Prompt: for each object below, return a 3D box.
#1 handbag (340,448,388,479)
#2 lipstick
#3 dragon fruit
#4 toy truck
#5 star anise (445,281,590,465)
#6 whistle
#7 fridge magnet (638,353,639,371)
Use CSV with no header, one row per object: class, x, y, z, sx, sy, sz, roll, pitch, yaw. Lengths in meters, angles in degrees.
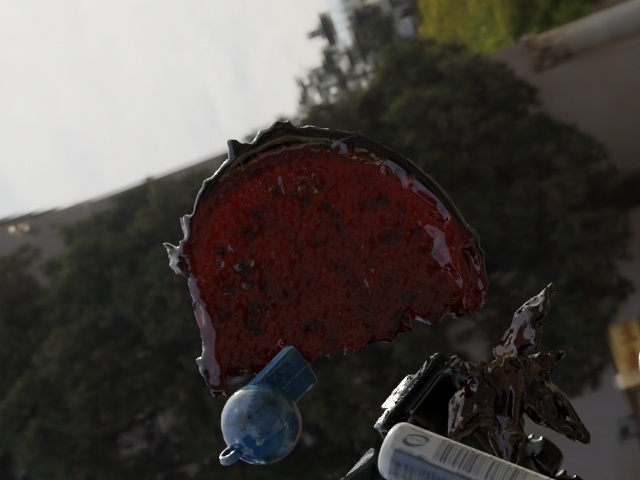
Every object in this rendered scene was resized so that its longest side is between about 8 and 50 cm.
handbag,-0.022,0.305,1.362,0.062,0.229,0.179,45,-149,12
lipstick,0.105,0.154,0.895,0.040,0.141,0.040,-53,-26,-41
dragon fruit,0.000,0.000,1.630,0.100,0.343,0.282,158,97,-85
toy truck,0.166,0.241,1.533,0.257,0.127,0.127,48,159,-18
star anise,0.201,0.157,1.444,0.212,0.053,0.157,-36,-79,-35
whistle,-0.049,0.174,1.471,0.158,0.090,0.090,-44,-57,-29
fridge magnet,0.422,0.140,1.583,0.063,0.143,0.143,95,172,-46
